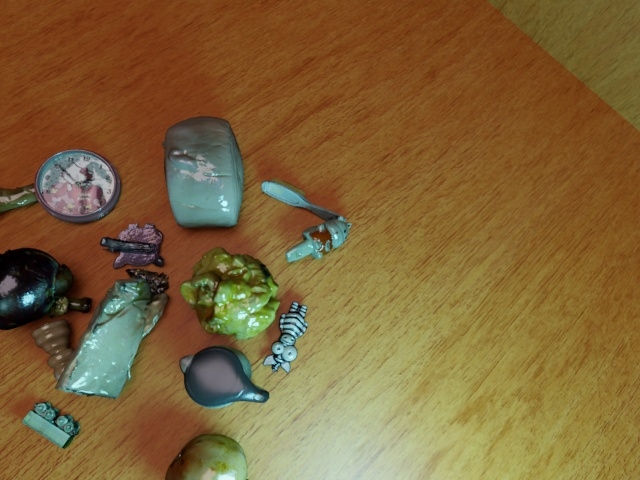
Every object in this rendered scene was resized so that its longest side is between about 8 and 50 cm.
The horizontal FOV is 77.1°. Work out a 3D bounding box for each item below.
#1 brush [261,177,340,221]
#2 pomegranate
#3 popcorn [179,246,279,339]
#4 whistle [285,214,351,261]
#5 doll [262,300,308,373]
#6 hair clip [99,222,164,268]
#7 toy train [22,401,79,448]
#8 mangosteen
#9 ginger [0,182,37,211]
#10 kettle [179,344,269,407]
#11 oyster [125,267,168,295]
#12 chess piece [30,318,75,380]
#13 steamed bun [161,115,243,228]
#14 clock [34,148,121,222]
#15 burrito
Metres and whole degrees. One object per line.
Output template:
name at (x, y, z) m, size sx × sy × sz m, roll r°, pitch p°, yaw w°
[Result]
brush at (-0.058, -0.142, 1.377) m, size 0.296 × 0.068 × 0.060 m, roll 27°, pitch 49°, yaw -2°
pomegranate at (-0.288, 0.605, 1.030) m, size 0.206 × 0.207 × 0.208 m, roll 2°, pitch 72°, yaw -6°
popcorn at (-0.260, 0.157, 1.176) m, size 0.286 × 0.215 × 0.252 m, roll 40°, pitch 50°, yaw 11°
whistle at (-0.001, -0.002, 1.307) m, size 0.253 × 0.105 × 0.102 m, roll -26°, pitch 99°, yaw -20°
doll at (-0.098, 0.295, 1.223) m, size 0.090 × 0.067 × 0.220 m, roll 22°, pitch 73°, yaw -4°
hair clip at (-0.586, 0.014, 1.266) m, size 0.186 × 0.056 × 0.146 m, roll 2°, pitch 71°, yaw -16°
toy train at (-0.729, 0.501, 1.095) m, size 0.147 × 0.038 × 0.071 m, roll 31°, pitch 74°, yaw 3°
mangosteen at (-0.798, 0.151, 1.119) m, size 0.289 × 0.231 × 0.232 m, roll 35°, pitch 70°, yaw -23°
ginger at (-0.972, -0.149, 1.254) m, size 0.294 × 0.086 × 0.131 m, roll -23°, pitch 65°, yaw -22°
kettle at (-0.246, 0.373, 1.082) m, size 0.240 × 0.255 × 0.165 m, roll 24°, pitch 69°, yaw 1°
oyster at (-0.537, 0.127, 1.241) m, size 0.131 × 0.029 × 0.086 m, roll 3°, pitch 72°, yaw -8°
chess piece at (-0.733, 0.318, 1.126) m, size 0.094 × 0.094 × 0.171 m, roll -25°, pitch 81°, yaw -14°
steamed bun at (-0.369, -0.238, 1.269) m, size 0.246 × 0.236 × 0.385 m, roll -3°, pitch 73°, yaw -9°
clock at (-0.771, -0.176, 1.281) m, size 0.244 × 0.056 × 0.245 m, roll 4°, pitch 78°, yaw -18°
burrito at (-0.578, 0.263, 1.124) m, size 0.135 × 0.190 × 0.332 m, roll 1°, pitch 61°, yaw 37°
